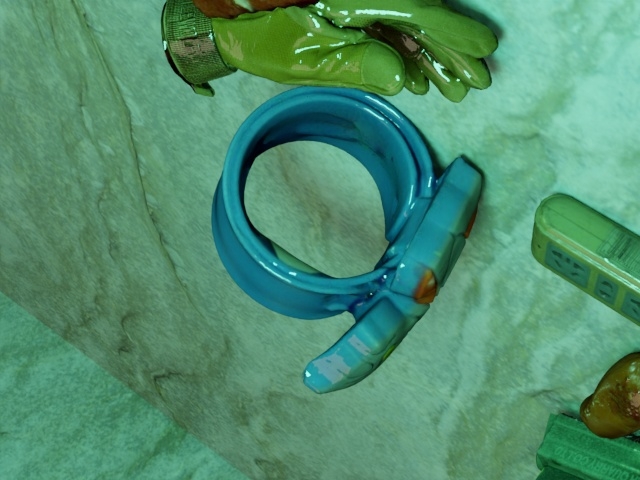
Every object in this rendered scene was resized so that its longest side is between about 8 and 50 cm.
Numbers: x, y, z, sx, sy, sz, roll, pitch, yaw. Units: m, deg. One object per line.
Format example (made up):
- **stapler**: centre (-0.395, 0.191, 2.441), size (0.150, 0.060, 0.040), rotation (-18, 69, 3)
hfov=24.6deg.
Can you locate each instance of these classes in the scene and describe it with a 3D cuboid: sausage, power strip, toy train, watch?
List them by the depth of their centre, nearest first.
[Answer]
- **power strip**: centre (0.378, 0.081, 1.465), size (0.387, 0.066, 0.092), rotation (32, 159, 18)
- **watch**: centre (0.000, 0.000, 1.601), size (0.274, 0.305, 0.241), rotation (32, 157, -1)
- **sausage**: centre (0.353, 0.180, 1.665), size (0.089, 0.089, 0.179), rotation (39, 156, 3)
- **toy train**: centre (0.384, 0.338, 1.797), size (0.330, 0.178, 0.138), rotation (17, 149, 42)

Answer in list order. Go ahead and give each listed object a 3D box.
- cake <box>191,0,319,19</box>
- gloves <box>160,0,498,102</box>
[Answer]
- **cake**: centre (-0.030, -0.296, 1.254), size (0.283, 0.177, 0.151), rotation (-3, 132, 53)
- **gloves**: centre (0.009, -0.205, 1.396), size (0.331, 0.141, 0.154), rotation (3, -178, 20)
